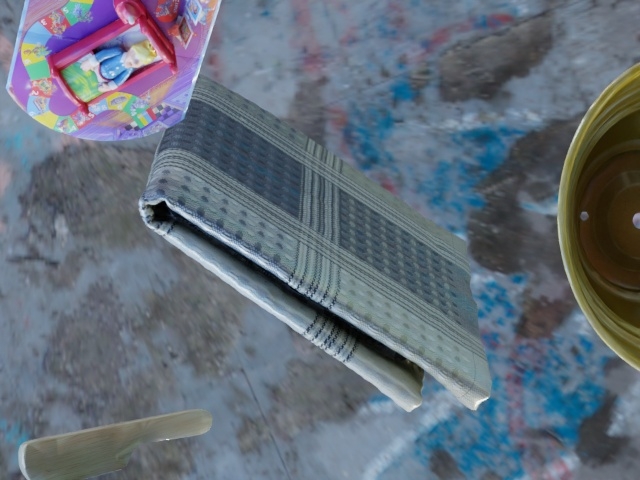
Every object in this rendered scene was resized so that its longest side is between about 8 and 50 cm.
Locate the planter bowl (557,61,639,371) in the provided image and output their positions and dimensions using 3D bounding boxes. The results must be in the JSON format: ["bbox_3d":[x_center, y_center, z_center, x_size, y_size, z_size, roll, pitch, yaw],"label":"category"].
[{"bbox_3d":[0.230,-0.014,0.955,0.217,0.090,0.217,0,89,-20],"label":"planter bowl"}]

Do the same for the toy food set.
[{"bbox_3d":[-0.082,0.186,0.734,0.132,0.038,0.192,-9,94,-41],"label":"toy food set"}]

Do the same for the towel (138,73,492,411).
[{"bbox_3d":[0.000,0.000,1.240,0.324,0.312,0.056,32,110,-12],"label":"towel"}]

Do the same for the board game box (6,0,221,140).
[{"bbox_3d":[-0.142,-0.128,1.011,0.133,0.033,0.168,6,128,-21],"label":"board game box"}]
